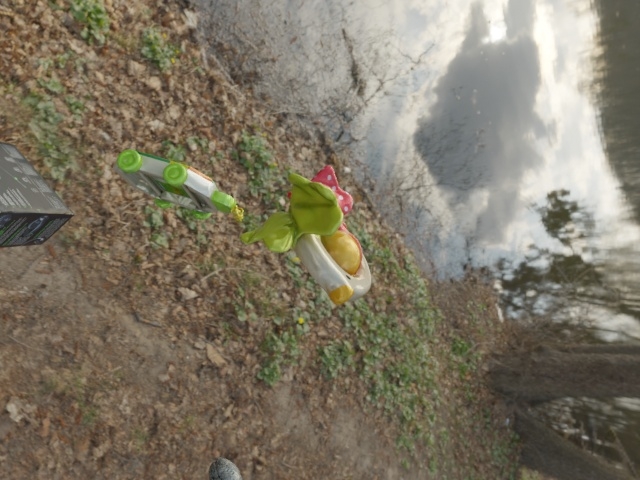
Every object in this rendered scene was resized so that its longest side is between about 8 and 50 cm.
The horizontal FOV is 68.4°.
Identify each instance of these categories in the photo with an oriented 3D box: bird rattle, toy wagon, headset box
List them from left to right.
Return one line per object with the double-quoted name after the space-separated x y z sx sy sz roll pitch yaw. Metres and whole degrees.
-0.766 -0.111 1.078 0.131 0.283 0.246 -41 90 4 "headset box"
-0.356 -0.132 1.230 0.267 0.344 0.068 85 21 -74 "toy wagon"
0.000 0.000 0.711 0.207 0.143 0.253 58 12 4 "bird rattle"

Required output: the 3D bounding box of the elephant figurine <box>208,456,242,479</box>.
-0.065 0.372 0.498 0.169 0.186 0.239 -13 80 -59 "elephant figurine"
